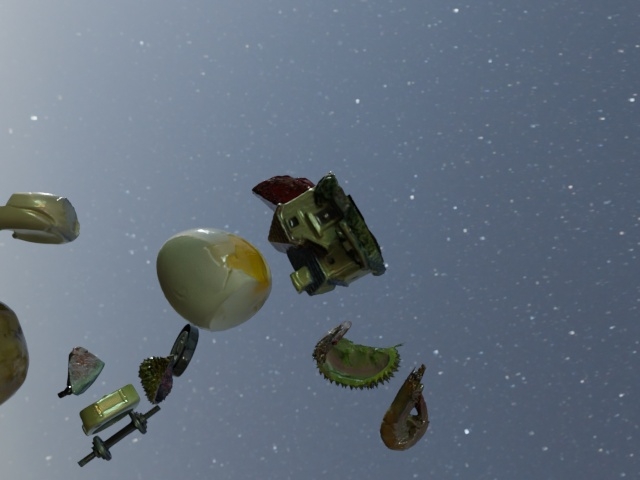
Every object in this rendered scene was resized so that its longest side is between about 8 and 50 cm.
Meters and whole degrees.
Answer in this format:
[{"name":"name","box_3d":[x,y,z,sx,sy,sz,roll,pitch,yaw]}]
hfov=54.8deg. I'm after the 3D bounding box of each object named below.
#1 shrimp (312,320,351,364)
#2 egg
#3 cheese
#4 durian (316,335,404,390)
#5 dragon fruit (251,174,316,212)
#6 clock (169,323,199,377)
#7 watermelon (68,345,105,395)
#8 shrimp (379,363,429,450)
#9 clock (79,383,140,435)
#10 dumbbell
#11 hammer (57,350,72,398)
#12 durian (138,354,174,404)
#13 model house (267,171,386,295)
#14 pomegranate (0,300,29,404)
[{"name":"shrimp","box_3d":[0.040,0.325,1.995,0.133,0.236,0.053,-26,-82,26]},{"name":"egg","box_3d":[-0.312,0.104,1.766,0.345,0.283,0.283,31,-53,20]},{"name":"cheese","box_3d":[-0.903,-0.067,1.974,0.266,0.233,0.127,120,-29,-71]},{"name":"durian","box_3d":[0.121,0.432,2.188,0.352,0.158,0.169,3,-82,35]},{"name":"dragon fruit","box_3d":[-0.075,-0.140,2.299,0.317,0.152,0.205,31,-10,14]},{"name":"clock","box_3d":[-0.542,0.433,2.432,0.215,0.042,0.215,-49,-155,33]},{"name":"watermelon","box_3d":[-0.607,0.334,1.591,0.081,0.094,0.180,-50,-152,3]},{"name":"shrimp","box_3d":[0.290,0.531,1.942,0.287,0.152,0.063,-64,-169,2]},{"name":"clock","box_3d":[-0.640,0.516,1.853,0.069,0.170,0.232,55,-34,10]},{"name":"dumbbell","box_3d":[-0.557,0.542,1.719,0.081,0.254,0.081,47,-20,23]},{"name":"hammer","box_3d":[-0.790,0.413,1.939,0.021,0.065,0.178,52,10,-41]},{"name":"durian","box_3d":[-0.543,0.444,1.974,0.108,0.119,0.187,24,-53,12]},{"name":"model house","box_3d":[0.000,0.000,1.782,0.321,0.266,0.261,61,0,18]},{"name":"pomegranate","box_3d":[-0.976,0.317,1.702,0.332,0.332,0.333,21,-65,54]}]
